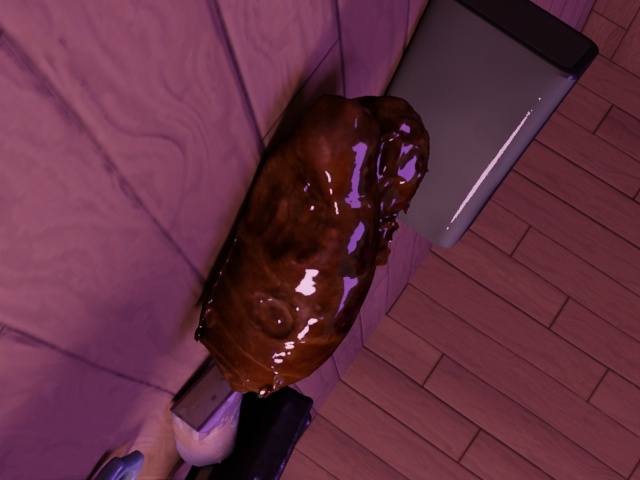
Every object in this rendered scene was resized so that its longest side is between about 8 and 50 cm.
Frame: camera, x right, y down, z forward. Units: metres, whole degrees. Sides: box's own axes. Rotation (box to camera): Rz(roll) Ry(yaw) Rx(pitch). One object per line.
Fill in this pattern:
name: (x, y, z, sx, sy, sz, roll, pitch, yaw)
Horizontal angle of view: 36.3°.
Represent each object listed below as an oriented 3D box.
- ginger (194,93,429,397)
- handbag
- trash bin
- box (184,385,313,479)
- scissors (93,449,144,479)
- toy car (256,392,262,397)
ginger: (0.000, 0.000, 1.162, 0.254, 0.176, 0.418, -28, 145, -57)
handbag: (-0.164, 0.265, 1.452, 0.117, 0.095, 0.173, -45, 162, -29)
trash bin: (0.201, -0.182, 1.409, 0.158, 0.223, 0.343, -41, 165, -54)
box: (-0.156, 0.404, 1.572, 0.350, 0.091, 0.359, -62, -169, -25)
scissors: (-0.327, 0.406, 1.329, 0.191, 0.029, 0.360, -43, 166, -37)
toy car: (-0.028, 0.079, 1.403, 0.306, 0.125, 0.136, -54, 174, 6)
